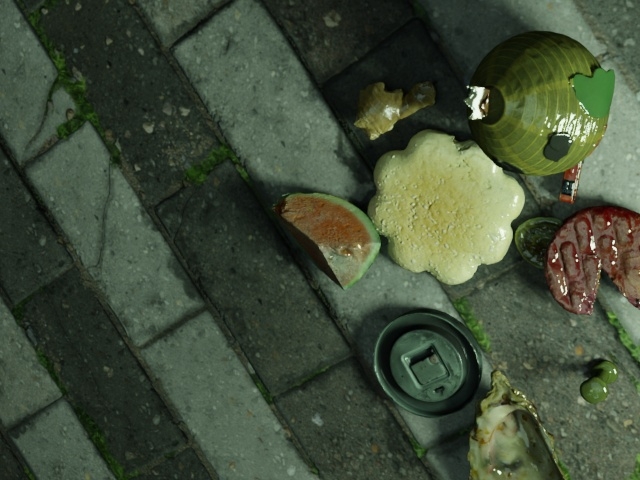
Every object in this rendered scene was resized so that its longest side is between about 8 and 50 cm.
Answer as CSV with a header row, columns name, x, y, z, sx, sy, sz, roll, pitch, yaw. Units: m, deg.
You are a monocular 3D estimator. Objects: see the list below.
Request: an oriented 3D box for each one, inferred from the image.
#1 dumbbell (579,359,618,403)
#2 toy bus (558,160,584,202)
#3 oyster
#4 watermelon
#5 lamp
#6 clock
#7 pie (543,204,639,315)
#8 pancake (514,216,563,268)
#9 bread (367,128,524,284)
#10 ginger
name,x,y,z,sx,sy,sz,roll,pitch,yaw
dumbbell,0.514,0.260,1.806,0.052,0.118,0.046,-34,86,29
toy bus,0.454,-0.121,1.766,0.031,0.043,0.110,13,109,20
oyster,0.377,0.425,1.929,0.221,0.096,0.361,-23,94,32
watermelon,0.012,0.001,1.974,0.231,0.128,0.146,39,148,28
lamp,0.349,-0.231,1.646,0.250,0.284,0.250,6,98,52
clock,0.217,0.245,1.972,0.226,0.049,0.226,7,109,22
pie,0.516,0.038,1.766,0.219,0.054,0.204,5,99,18
pancake,0.417,0.001,1.832,0.108,0.017,0.108,8,112,21
bread,0.230,-0.063,1.876,0.316,0.054,0.316,7,109,21
ginger,0.135,-0.265,1.855,0.165,0.067,0.096,-29,92,14
